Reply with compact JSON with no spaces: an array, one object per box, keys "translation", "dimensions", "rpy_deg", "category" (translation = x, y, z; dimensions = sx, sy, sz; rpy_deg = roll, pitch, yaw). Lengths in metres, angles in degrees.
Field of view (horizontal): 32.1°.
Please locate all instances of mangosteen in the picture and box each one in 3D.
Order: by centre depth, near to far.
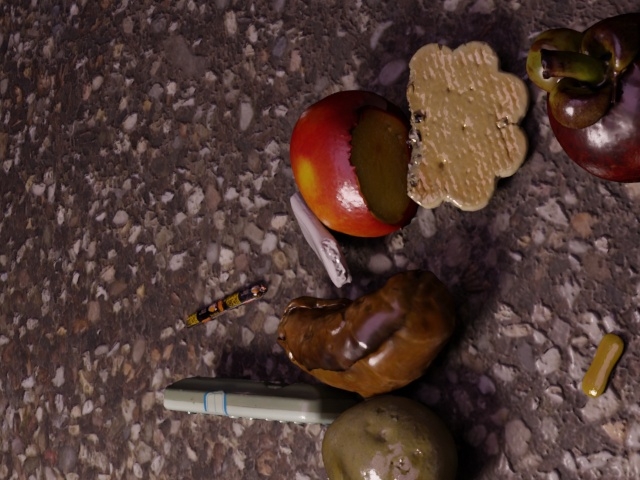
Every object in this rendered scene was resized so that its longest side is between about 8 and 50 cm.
[{"translation":[0.360,-0.187,1.364],"dimensions":[0.215,0.257,0.215],"rpy_deg":[-39,41,45],"category":"mangosteen"}]

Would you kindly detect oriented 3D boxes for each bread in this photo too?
[{"translation":[0.211,-0.164,1.599],"dimensions":[0.181,0.039,0.251],"rpy_deg":[-1,81,13],"category":"bread"}]

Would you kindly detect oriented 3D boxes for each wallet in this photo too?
[{"translation":[0.000,0.000,1.716],"dimensions":[0.033,0.095,0.190],"rpy_deg":[-28,35,-4],"category":"wallet"}]

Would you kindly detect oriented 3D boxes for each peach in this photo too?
[{"translation":[0.061,-0.111,1.653],"dimensions":[0.196,0.190,0.226],"rpy_deg":[-37,55,-5],"category":"peach"}]

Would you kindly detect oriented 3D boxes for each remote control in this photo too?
[{"translation":[-0.098,0.252,1.758],"dimensions":[0.335,0.128,0.066],"rpy_deg":[-2,79,40],"category":"remote control"}]

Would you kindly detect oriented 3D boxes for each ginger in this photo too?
[{"translation":[0.060,0.147,1.617],"dimensions":[0.321,0.165,0.173],"rpy_deg":[-16,79,42],"category":"ginger"}]

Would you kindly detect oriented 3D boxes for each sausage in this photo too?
[{"translation":[-0.165,0.114,1.906],"dimensions":[0.198,0.025,0.028],"rpy_deg":[-25,22,35],"category":"sausage"}]

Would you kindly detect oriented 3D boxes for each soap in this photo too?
[{"translation":[0.369,0.164,1.452],"dimensions":[0.034,0.012,0.089],"rpy_deg":[29,101,40],"category":"soap"}]

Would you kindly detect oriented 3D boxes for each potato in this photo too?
[{"translation":[0.095,0.310,1.571],"dimensions":[0.235,0.160,0.178],"rpy_deg":[12,72,49],"category":"potato"}]
